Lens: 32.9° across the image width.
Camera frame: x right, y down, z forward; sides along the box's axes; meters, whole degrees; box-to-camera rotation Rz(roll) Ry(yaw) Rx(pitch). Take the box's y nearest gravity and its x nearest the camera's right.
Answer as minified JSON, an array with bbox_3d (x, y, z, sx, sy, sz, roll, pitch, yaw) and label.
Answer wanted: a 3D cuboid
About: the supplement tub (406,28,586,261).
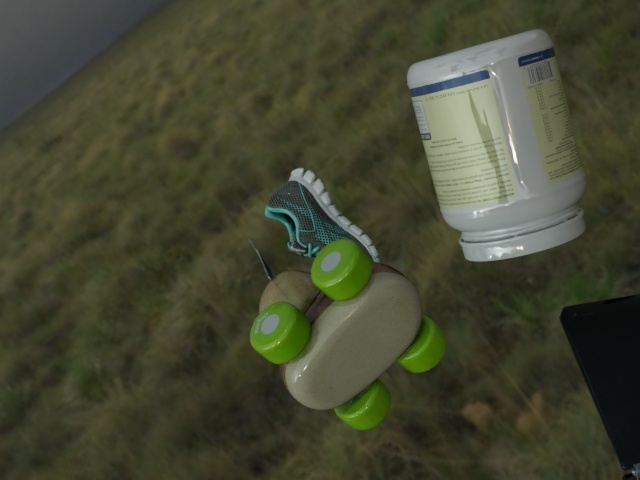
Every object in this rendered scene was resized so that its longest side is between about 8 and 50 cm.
[{"bbox_3d":[0.284,-0.150,1.717,0.235,0.325,0.235,-15,8,2],"label":"supplement tub"}]

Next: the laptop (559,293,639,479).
[{"bbox_3d":[0.337,0.182,0.903,0.234,0.265,0.136,-9,14,-7],"label":"laptop"}]

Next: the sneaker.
[{"bbox_3d":[0.000,0.000,1.226,0.076,0.166,0.065,-36,-13,-24],"label":"sneaker"}]

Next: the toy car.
[{"bbox_3d":[0.000,0.060,1.031,0.149,0.155,0.188,-46,36,0],"label":"toy car"}]
